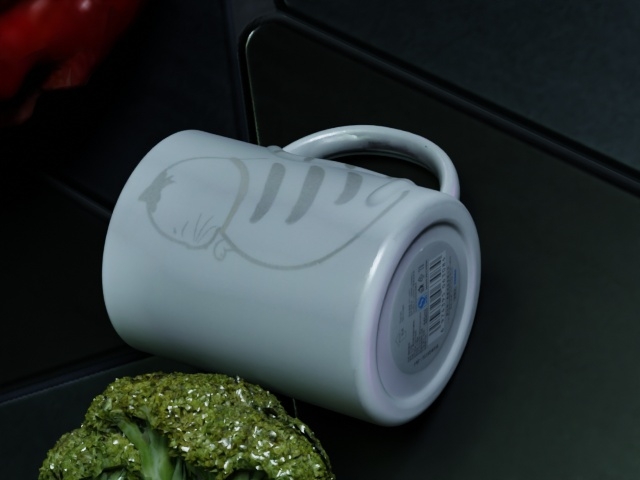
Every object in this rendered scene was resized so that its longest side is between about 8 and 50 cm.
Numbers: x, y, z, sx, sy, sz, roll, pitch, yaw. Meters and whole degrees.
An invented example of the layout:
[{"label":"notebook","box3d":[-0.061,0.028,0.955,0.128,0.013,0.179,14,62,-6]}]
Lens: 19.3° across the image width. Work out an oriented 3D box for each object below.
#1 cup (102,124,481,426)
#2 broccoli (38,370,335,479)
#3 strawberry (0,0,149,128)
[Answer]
[{"label":"cup","box3d":[-0.005,-0.002,0.790,0.133,0.099,0.136,15,75,31]},{"label":"broccoli","box3d":[-0.051,0.110,0.749,0.131,0.130,0.120,9,46,9]},{"label":"strawberry","box3d":[-0.183,-0.216,0.888,0.345,0.295,0.317,-47,18,-21]}]
